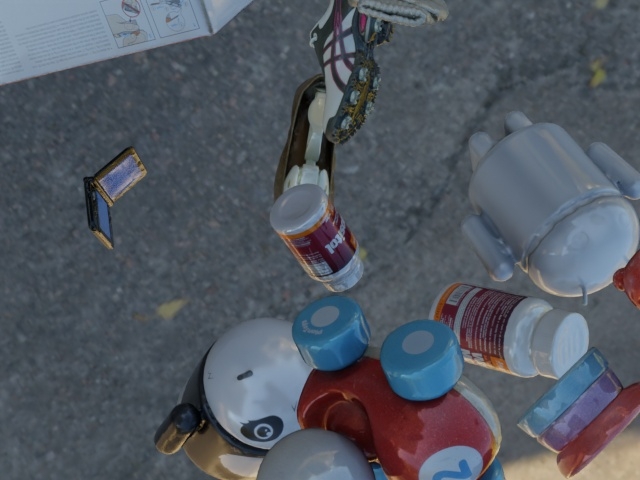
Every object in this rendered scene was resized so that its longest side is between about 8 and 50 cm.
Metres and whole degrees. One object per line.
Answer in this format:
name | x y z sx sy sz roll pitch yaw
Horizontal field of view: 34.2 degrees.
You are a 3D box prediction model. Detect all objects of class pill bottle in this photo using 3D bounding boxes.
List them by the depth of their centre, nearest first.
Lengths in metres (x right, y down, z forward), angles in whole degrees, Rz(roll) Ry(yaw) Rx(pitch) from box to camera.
pill bottle | 0.000 0.000 1.423 0.086 0.086 0.152 -40 132 -5
pill bottle | 0.281 0.138 1.566 0.121 0.221 0.121 -12 106 -44

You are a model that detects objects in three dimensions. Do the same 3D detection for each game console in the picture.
game console | -0.271 -0.055 1.402 0.071 0.107 0.122 -9 166 -1

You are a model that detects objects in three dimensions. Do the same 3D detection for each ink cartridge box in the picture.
ink cartridge box | -0.206 -0.271 1.030 0.272 0.309 0.130 -58 134 -55

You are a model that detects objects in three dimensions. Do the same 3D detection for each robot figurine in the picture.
robot figurine | -0.087 0.210 1.326 0.209 0.173 0.278 -60 -176 -34
robot figurine | 0.381 -0.052 1.702 0.300 0.353 0.200 -32 148 -1

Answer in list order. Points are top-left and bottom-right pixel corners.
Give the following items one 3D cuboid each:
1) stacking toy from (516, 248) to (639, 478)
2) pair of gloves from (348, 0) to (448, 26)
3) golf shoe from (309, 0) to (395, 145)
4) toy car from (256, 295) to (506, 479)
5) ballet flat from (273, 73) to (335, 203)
stacking toy | 0.366 0.133 1.272 0.309 0.130 0.279 -47 165 7
pair of gloves | 0.026 -0.285 1.164 0.204 0.240 0.042 -35 142 -70
golf shoe | 0.039 -0.290 1.690 0.105 0.120 0.273 23 81 -67
toy car | 0.031 0.217 0.968 0.238 0.210 0.219 -47 131 -30
ballet flat | -0.016 -0.152 1.894 0.116 0.124 0.343 11 74 -5
